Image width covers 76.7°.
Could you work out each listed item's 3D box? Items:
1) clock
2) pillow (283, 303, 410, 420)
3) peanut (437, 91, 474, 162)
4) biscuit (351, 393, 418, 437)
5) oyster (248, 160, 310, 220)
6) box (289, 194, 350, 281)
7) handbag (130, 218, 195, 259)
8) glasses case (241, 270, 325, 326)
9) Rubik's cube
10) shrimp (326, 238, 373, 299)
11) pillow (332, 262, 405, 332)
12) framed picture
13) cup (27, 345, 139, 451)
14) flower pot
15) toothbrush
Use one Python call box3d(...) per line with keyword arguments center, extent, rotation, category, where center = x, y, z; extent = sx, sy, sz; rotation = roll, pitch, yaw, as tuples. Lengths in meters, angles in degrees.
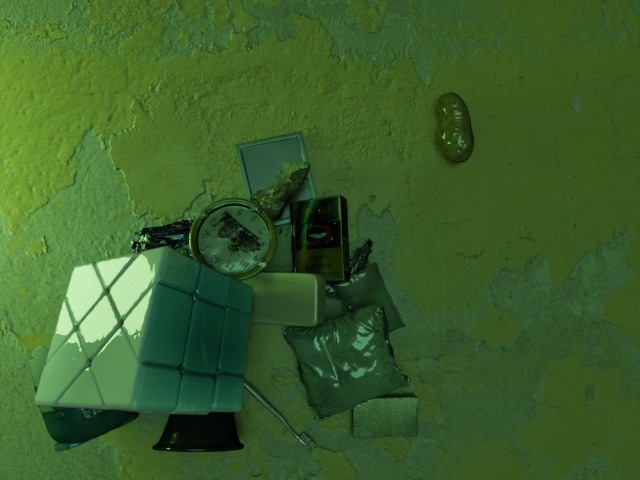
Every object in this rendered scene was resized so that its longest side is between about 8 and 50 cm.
box3d(center=(-0.235, 0.000, 1.105), extent=(0.236, 0.057, 0.238), rotation=(2, 77, -8), category="clock")
box3d(center=(0.073, 0.335, 1.143), extent=(0.309, 0.138, 0.284), rotation=(-22, 95, 8), category="pillow")
box3d(center=(0.414, -0.352, 1.257), extent=(0.108, 0.095, 0.226), rotation=(-6, 86, -3), category="peanut")
box3d(center=(0.191, 0.521, 1.208), extent=(0.199, 0.040, 0.122), rotation=(2, 89, -4), category="biscuit")
box3d(center=(-0.117, -0.139, 1.170), extent=(0.232, 0.161, 0.107), rotation=(-40, 107, 1), category="oyster")
box3d(center=(0.000, 0.000, 1.160), extent=(0.159, 0.071, 0.241), rotation=(-7, 81, 24), category="box")
box3d(center=(-0.396, 0.027, 1.150), extent=(0.259, 0.113, 0.162), rotation=(-12, 83, -10), category="handbag")
box3d(center=(-0.153, 0.156, 1.120), extent=(0.335, 0.076, 0.144), rotation=(1, 87, 19), category="glasses case")
box3d(center=(-0.382, 0.230, 0.948), extent=(0.318, 0.316, 0.323), rotation=(-10, 62, 26), category="Rubik's cube")
box3d(center=(0.065, 0.067, 1.224), extent=(0.152, 0.046, 0.219), rotation=(37, 84, -5), category="shrimp")
box3d(center=(0.144, 0.191, 1.201), extent=(0.148, 0.050, 0.230), rotation=(-26, 106, 2), category="pillow")
box3d(center=(-0.129, -0.182, 1.236), extent=(0.216, 0.017, 0.275), rotation=(-11, 88, -6), category="framed picture")
box3d(center=(-0.583, 0.366, 1.075), extent=(0.289, 0.219, 0.258), rotation=(-14, 88, -38), category="cup")
box3d(center=(-0.318, 0.483, 1.092), extent=(0.234, 0.235, 0.148), rotation=(2, 67, -5), category="flower pot")
box3d(center=(-0.129, 0.503, 1.187), extent=(0.307, 0.025, 0.029), rotation=(44, 75, -2), category="toothbrush")
